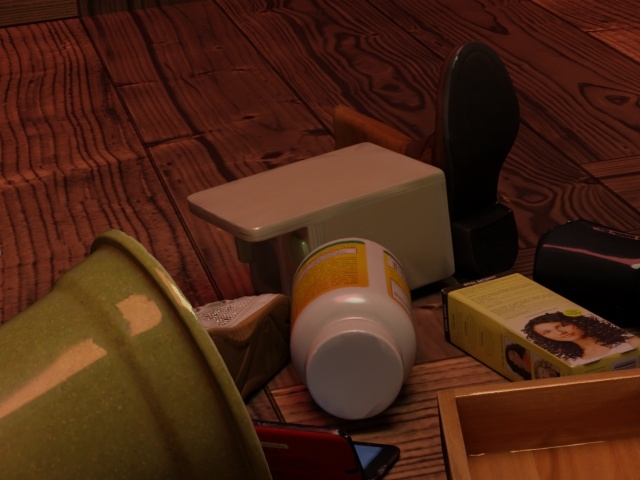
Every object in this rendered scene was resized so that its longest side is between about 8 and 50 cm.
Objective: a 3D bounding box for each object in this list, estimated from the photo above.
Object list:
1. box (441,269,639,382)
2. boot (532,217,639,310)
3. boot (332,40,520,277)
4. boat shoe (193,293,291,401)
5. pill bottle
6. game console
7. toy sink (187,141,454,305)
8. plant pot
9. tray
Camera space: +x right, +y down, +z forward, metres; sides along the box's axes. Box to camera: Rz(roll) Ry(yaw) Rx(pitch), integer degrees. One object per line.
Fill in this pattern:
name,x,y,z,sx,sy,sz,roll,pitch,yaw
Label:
box,0.207,0.094,1.689,0.087,0.058,0.232,-15,21,-24
boot,0.294,0.049,1.729,0.207,0.094,0.246,11,19,29
boot,0.108,-0.113,1.983,0.096,0.264,0.280,-25,28,-23
boat shoe,-0.118,0.115,1.670,0.096,0.098,0.277,3,12,22
pill bottle,0.030,0.084,1.676,0.117,0.117,0.208,-5,20,1
game console,-0.020,0.166,1.521,0.144,0.124,0.085,3,48,22
toy sink,0.000,0.000,1.888,0.234,0.131,0.153,-18,23,-27
plant pot,-0.209,0.168,1.352,0.254,0.276,0.276,-27,27,-21
tray,0.203,0.227,1.253,0.203,0.076,0.411,-6,26,1
